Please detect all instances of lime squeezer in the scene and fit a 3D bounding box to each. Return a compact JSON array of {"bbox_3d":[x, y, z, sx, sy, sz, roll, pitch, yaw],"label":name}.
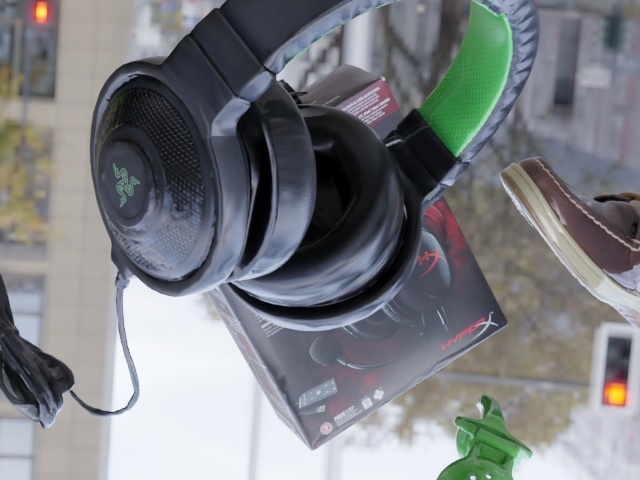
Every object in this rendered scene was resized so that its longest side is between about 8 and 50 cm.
[{"bbox_3d":[0.106,0.168,1.169,0.059,0.110,0.310,10,-145,11],"label":"lime squeezer"}]

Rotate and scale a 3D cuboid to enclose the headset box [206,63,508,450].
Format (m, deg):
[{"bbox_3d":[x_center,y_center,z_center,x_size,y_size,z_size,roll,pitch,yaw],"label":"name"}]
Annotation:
[{"bbox_3d":[0.000,0.000,1.556,0.218,0.293,0.110,-31,-161,-10],"label":"headset box"}]

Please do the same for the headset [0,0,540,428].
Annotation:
[{"bbox_3d":[-0.055,-0.043,1.021,0.185,0.394,0.243,53,-163,27],"label":"headset"}]

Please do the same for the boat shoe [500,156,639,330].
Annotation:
[{"bbox_3d":[0.303,0.000,1.680,0.342,0.123,0.123,37,-168,-35],"label":"boat shoe"}]
